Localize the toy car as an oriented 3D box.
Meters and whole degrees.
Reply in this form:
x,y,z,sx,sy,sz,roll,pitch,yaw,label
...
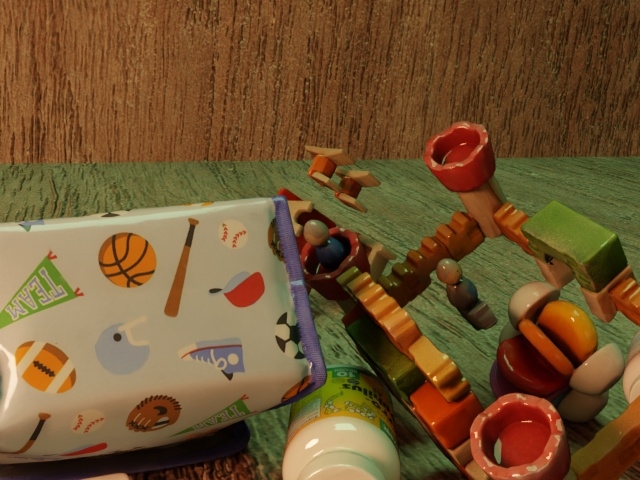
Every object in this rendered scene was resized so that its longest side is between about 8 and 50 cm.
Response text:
x,y,z,sx,sy,sz,roll,pitch,yaw,label
0.277,0.156,1.074,0.136,0.182,0.159,-30,58,-20,toy car

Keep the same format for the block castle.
x,y,z,sx,sy,sz,roll,pitch,yaw,label
0.186,0.058,0.933,0.303,0.213,0.453,-40,38,-5,block castle

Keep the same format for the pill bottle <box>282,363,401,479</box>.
x,y,z,sx,sy,sz,roll,pitch,yaw,label
0.022,0.216,0.877,0.118,0.117,0.208,3,14,1,pill bottle

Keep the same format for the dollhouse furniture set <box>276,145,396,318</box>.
x,y,z,sx,sy,sz,roll,pitch,yaw,label
0.000,0.000,1.487,0.135,0.262,0.259,16,-14,46,dollhouse furniture set

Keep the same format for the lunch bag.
x,y,z,sx,sy,sz,roll,pitch,yaw,label
-0.217,0.127,0.911,0.328,0.238,0.385,-4,-16,-25,lunch bag

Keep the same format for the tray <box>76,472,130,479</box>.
x,y,z,sx,sy,sz,roll,pitch,yaw,label
-0.210,0.288,0.736,0.145,0.030,0.270,-3,16,-24,tray

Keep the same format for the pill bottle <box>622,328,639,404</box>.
x,y,z,sx,sy,sz,roll,pitch,yaw,label
0.390,0.153,0.970,0.087,0.087,0.160,9,17,21,pill bottle
